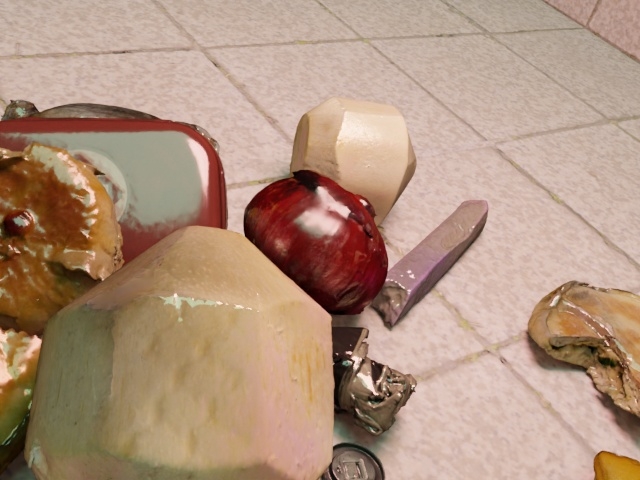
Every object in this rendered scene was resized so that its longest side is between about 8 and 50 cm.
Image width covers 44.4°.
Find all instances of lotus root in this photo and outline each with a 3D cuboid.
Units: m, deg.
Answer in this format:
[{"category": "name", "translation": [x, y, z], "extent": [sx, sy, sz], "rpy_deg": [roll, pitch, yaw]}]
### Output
[{"category": "lotus root", "translation": [-0.344, -0.137, 1.268], "extent": [0.350, 0.175, 0.175], "rpy_deg": [11, 37, -6]}]

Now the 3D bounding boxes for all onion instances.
[{"category": "onion", "translation": [0.000, 0.000, 1.197], "extent": [0.246, 0.190, 0.246], "rpy_deg": [47, 5, -5]}]

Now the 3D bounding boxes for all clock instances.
[{"category": "clock", "translation": [0.041, 0.296, 0.999], "extent": [0.085, 0.017, 0.085], "rpy_deg": [12, 37, -9]}]

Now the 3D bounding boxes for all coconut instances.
[{"category": "coconut", "translation": [-0.145, 0.152, 0.842], "extent": [0.353, 0.352, 0.352], "rpy_deg": [12, 37, -9]}, {"category": "coconut", "translation": [0.063, -0.137, 1.403], "extent": [0.241, 0.241, 0.241], "rpy_deg": [12, 37, -9]}]

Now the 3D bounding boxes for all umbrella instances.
[{"category": "umbrella", "translation": [-0.040, 0.145, 1.081], "extent": [0.358, 0.106, 0.113], "rpy_deg": [25, 18, 12]}]

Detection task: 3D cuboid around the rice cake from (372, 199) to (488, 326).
[{"category": "rice cake", "translation": [0.201, 0.023, 1.374], "extent": [0.064, 0.070, 0.399], "rpy_deg": [29, 37, 20]}]

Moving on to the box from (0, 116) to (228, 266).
[{"category": "box", "translation": [-0.333, -0.049, 1.101], "extent": [0.404, 0.108, 0.263], "rpy_deg": [-2, 75, -11]}]

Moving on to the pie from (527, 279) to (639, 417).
[{"category": "pie", "translation": [0.507, 0.183, 1.300], "extent": [0.338, 0.075, 0.337], "rpy_deg": [15, 32, -10]}]

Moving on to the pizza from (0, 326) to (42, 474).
[{"category": "pizza", "translation": [-0.530, 0.159, 0.822], "extent": [0.406, 0.130, 0.440], "rpy_deg": [40, 44, 11]}]

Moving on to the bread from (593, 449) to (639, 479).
[{"category": "bread", "translation": [0.427, 0.380, 1.006], "extent": [0.161, 0.088, 0.233], "rpy_deg": [24, 34, -1]}]

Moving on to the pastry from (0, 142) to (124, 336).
[{"category": "pastry", "translation": [-0.372, -0.001, 0.961], "extent": [0.257, 0.121, 0.235], "rpy_deg": [8, 78, -10]}]
